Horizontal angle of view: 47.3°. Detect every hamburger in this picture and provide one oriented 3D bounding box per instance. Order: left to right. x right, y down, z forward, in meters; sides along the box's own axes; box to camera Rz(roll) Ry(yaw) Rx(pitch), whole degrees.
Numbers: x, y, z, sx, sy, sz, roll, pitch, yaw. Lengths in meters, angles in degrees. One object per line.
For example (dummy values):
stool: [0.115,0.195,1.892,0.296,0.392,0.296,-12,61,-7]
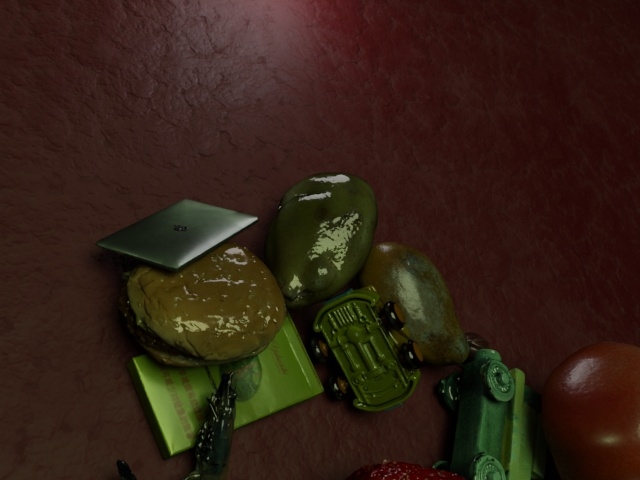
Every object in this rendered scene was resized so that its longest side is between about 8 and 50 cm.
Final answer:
hamburger: [-0.210,0.110,1.316,0.283,0.144,0.259,-15,53,-30]

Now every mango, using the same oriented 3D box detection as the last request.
mango: [0.203,0.145,1.583,0.193,0.146,0.316,-36,90,-34]

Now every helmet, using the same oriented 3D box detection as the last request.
helmet: [0.346,0.244,1.664,0.111,0.057,0.089,15,59,-23]

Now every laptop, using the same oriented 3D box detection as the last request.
laptop: [-0.262,-0.017,1.373,0.188,0.015,0.269,15,28,24]

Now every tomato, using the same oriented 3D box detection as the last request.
tomato: [0.614,0.382,1.484,0.342,0.273,0.341,25,55,-42]

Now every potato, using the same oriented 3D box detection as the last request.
potato: [-0.002,0.002,1.493,0.218,0.202,0.350,8,43,14]

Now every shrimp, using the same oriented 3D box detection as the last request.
shrimp: [-0.230,0.336,1.208,0.198,0.051,0.261,18,84,-35]

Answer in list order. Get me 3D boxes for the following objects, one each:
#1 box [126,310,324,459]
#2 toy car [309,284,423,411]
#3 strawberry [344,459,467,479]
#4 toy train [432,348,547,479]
box: [-0.168,0.255,1.359,0.335,0.047,0.186,-15,72,-35]
toy car: [0.099,0.209,1.464,0.247,0.201,0.142,65,21,-2]
strawberry: [0.151,0.495,1.257,0.257,0.277,0.257,55,17,-26]
toy train: [0.366,0.428,1.514,0.253,0.160,0.396,33,50,-21]
